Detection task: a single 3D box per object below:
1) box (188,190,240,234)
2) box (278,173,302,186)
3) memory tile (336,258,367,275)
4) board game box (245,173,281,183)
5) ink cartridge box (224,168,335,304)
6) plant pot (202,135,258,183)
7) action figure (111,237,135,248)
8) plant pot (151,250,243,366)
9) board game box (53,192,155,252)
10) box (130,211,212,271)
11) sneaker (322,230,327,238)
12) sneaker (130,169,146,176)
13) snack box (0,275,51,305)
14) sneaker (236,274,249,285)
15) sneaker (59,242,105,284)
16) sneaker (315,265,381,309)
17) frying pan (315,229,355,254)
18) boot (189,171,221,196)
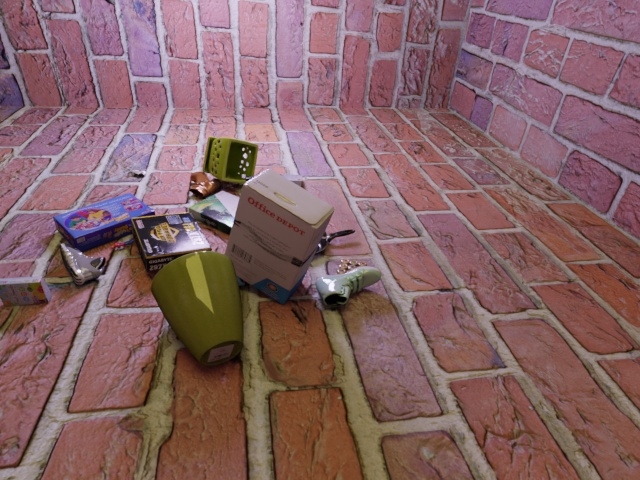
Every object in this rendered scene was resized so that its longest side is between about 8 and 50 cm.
[{"bbox_3d":[-0.431,-0.130,2.011,0.322,0.058,0.232,21,37,26],"label":"box"},{"bbox_3d":[-0.195,-0.336,2.338,0.186,0.038,0.145,1,21,-2],"label":"box"},{"bbox_3d":[0.128,0.123,1.727,0.113,0.012,0.148,9,34,9],"label":"memory tile"},{"bbox_3d":[-0.291,-0.276,2.183,0.186,0.126,0.026,-6,35,-14],"label":"board game box"},{"bbox_3d":[-0.158,-0.009,1.499,0.285,0.395,0.166,31,39,8],"label":"ink cartridge box"},{"bbox_3d":[-0.499,-0.440,2.285,0.207,0.227,0.228,18,11,32],"label":"plant pot"},{"bbox_3d":[-0.823,0.014,1.779,0.038,0.030,0.115,27,33,37],"label":"action figure"},{"bbox_3d":[-0.355,0.232,1.329,0.275,0.275,0.293,-15,53,-26],"label":"plant pot"},{"bbox_3d":[-0.951,-0.088,1.876,0.233,0.078,0.347,30,42,34],"label":"board game box"},{"bbox_3d":[-0.627,-0.004,1.764,0.257,0.079,0.322,-7,34,-31],"label":"box"},{"bbox_3d":[0.003,-0.040,1.855,0.031,0.035,0.083,-22,41,-33],"label":"sneaker"},{"bbox_3d":[-1.012,-0.370,2.336,0.083,0.032,0.037,0,34,-5],"label":"sneaker"},{"bbox_3d":[-1.022,0.175,1.452,0.141,0.100,0.037,-2,35,-10],"label":"snack box"},{"bbox_3d":[-0.301,0.117,1.658,0.078,0.067,0.188,13,31,-16],"label":"sneaker"},{"bbox_3d":[-0.914,0.079,1.639,0.132,0.086,0.229,-19,50,-38],"label":"sneaker"},{"bbox_3d":[0.118,0.181,1.562,0.256,0.094,0.151,-12,30,-5],"label":"sneaker"},{"bbox_3d":[-0.023,-0.012,1.881,0.197,0.053,0.326,31,40,33],"label":"frying pan"},{"bbox_3d":[-0.645,-0.295,2.229,0.197,0.073,0.152,15,39,21],"label":"boot"}]
